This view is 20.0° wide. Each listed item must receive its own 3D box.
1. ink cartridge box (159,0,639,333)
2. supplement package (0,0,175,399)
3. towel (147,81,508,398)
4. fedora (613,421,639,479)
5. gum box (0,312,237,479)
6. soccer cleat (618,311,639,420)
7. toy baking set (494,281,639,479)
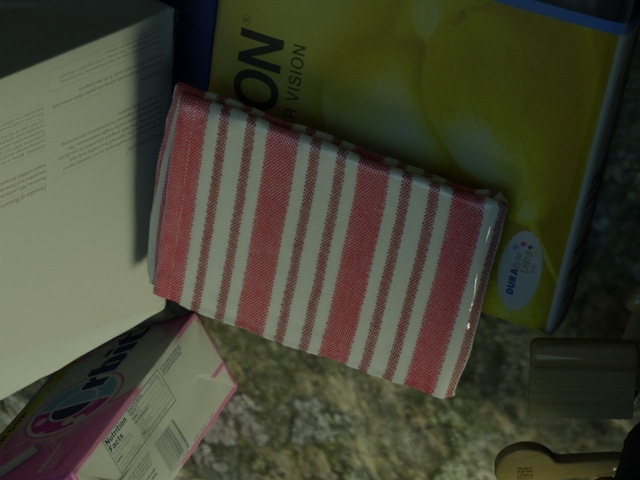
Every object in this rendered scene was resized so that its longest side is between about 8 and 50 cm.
[{"bbox_3d":[0.017,-0.128,0.978,0.307,0.072,0.304,16,125,12],"label":"ink cartridge box"},{"bbox_3d":[-0.202,-0.037,1.032,0.149,0.194,0.203,27,128,32],"label":"supplement package"},{"bbox_3d":[0.000,0.000,1.011,0.197,0.029,0.144,20,129,9],"label":"towel"},{"bbox_3d":[0.247,0.174,0.931,0.152,0.334,0.334,2,121,41],"label":"fedora"},{"bbox_3d":[-0.142,0.129,1.126,0.107,0.188,0.062,-17,111,31],"label":"gum box"},{"bbox_3d":[0.182,0.066,1.039,0.029,0.035,0.083,22,126,11],"label":"soccer cleat"},{"bbox_3d":[0.219,0.124,1.044,0.256,0.030,0.197,21,126,-11],"label":"toy baking set"}]
